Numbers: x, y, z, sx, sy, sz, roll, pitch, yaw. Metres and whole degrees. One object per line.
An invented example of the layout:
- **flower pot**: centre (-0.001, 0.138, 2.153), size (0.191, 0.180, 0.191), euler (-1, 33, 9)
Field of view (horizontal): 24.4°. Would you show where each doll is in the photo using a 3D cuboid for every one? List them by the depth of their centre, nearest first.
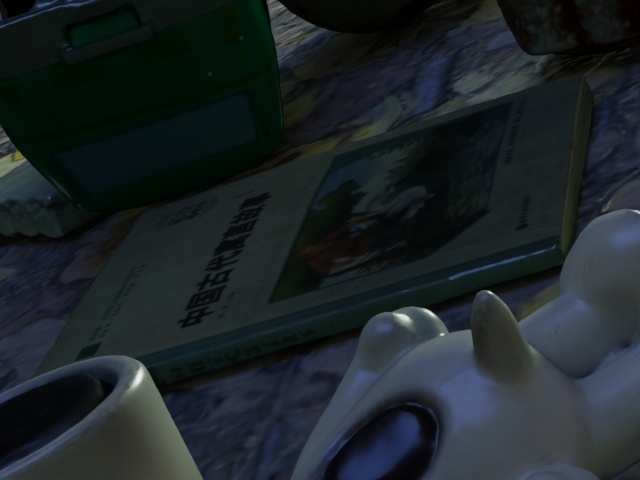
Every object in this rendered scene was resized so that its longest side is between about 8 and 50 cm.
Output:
- **doll**: centre (-0.020, 0.085, 0.417), size (0.208, 0.144, 0.271), euler (24, 54, 41)

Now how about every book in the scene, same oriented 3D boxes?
- **book**: centre (0.000, 0.000, 0.758), size (0.282, 0.025, 0.215), euler (-18, 21, 20)

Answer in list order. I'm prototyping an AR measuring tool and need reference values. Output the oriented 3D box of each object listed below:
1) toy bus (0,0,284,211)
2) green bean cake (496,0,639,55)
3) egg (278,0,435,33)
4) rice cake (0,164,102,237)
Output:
- **toy bus**: centre (-0.131, -0.183, 1.021), size (0.183, 0.199, 0.343), euler (-17, 42, 5)
- **green bean cake**: centre (0.223, -0.189, 0.851), size (0.232, 0.097, 0.198), euler (-13, 24, 36)
- **egg**: centre (0.032, -0.259, 1.124), size (0.177, 0.177, 0.228), euler (-35, -19, -23)
- **rice cake**: centre (-0.163, -0.063, 1.124), size (0.189, 0.037, 0.198), euler (-3, 29, 50)
